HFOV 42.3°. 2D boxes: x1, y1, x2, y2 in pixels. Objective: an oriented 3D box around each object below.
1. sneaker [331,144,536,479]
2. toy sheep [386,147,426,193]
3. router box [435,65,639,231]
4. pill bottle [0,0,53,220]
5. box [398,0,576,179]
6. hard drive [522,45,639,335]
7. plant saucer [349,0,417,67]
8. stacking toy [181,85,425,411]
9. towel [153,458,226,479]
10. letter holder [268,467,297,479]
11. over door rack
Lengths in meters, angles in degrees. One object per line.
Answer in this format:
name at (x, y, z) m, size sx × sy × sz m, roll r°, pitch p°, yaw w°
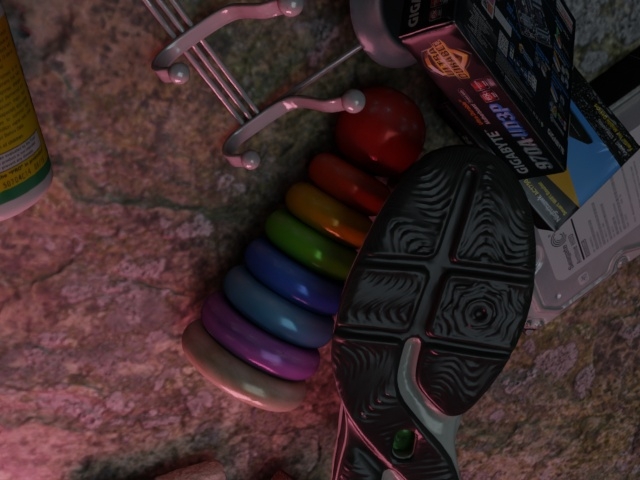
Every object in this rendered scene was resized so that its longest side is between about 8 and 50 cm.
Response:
sneaker at (0.080, 0.100, 0.858) m, size 0.169 × 0.257 × 0.447 m, roll 8°, pitch 108°, yaw -6°
toy sheep at (0.104, -0.039, 0.878) m, size 0.091 × 0.091 × 0.132 m, roll -17°, pitch 119°, yaw -19°
router box at (0.229, -0.118, 0.871) m, size 0.133 × 0.046 × 0.179 m, roll -44°, pitch 100°, yaw -4°
pill bottle at (-0.282, -0.122, 0.611) m, size 0.117 × 0.117 × 0.208 m, roll -19°, pitch 123°, yaw -17°
box at (0.152, -0.180, 0.705) m, size 0.220 × 0.051 × 0.175 m, roll 36°, pitch 55°, yaw -44°
hard drive at (0.335, -0.065, 0.996) m, size 0.339 × 0.064 × 0.237 m, roll -34°, pitch 126°, yaw -6°
plant saucer at (0.077, -0.206, 0.704) m, size 0.119 × 0.021 × 0.119 m, roll -15°, pitch 115°, yaw -35°
stacking toy at (0.000, 0.000, 0.820) m, size 0.141 × 0.141 × 0.330 m, roll 27°, pitch 98°, yaw -35°
towel at (-0.195, 0.387, 0.978) m, size 0.187 × 0.049 × 0.282 m, roll -12°, pitch 122°, yaw -24°
letter holder at (-0.045, 0.461, 0.939) m, size 0.302 × 0.214 × 0.152 m, roll -50°, pitch 138°, yaw -11°
over door rack at (-0.008, -0.237, 0.696) m, size 0.324 × 0.108 × 0.239 m, roll -40°, pitch 128°, yaw -3°
